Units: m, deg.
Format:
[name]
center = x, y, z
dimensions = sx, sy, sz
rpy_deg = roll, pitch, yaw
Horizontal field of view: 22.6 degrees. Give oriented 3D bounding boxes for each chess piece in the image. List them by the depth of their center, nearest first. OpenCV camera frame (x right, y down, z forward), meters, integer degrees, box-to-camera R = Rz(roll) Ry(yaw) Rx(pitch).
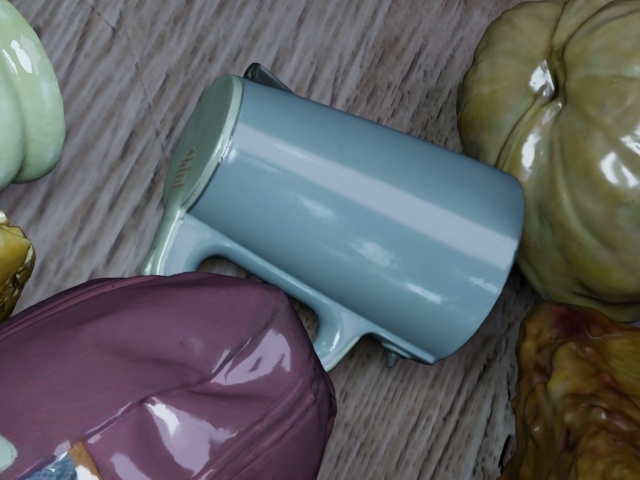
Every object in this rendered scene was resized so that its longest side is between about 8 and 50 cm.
[chess piece]
center = -0.299, -0.053, 0.993
dimensions = 0.251, 0.144, 0.144
rpy_deg = -32, 89, -36

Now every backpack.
[backpack]
center = -0.139, 0.138, 0.886
dimensions = 0.317, 0.283, 0.197
rpy_deg = -36, 113, -32

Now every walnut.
[walnut]
center = 0.260, -0.070, 1.325
dimensions = 0.285, 0.296, 0.285
rpy_deg = -7, 101, -37

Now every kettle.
[kettle]
center = 0.000, 0.000, 1.203
dimensions = 0.243, 0.160, 0.210
rpy_deg = 23, 84, -19

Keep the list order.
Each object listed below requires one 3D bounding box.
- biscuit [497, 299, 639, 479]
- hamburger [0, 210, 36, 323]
[biscuit]
center = 0.314, 0.227, 1.175
dimensions = 0.343, 0.166, 0.395
rpy_deg = 14, 24, -10
[hamburger]
center = -0.270, 0.040, 0.922
dimensions = 0.214, 0.214, 0.108
rpy_deg = -30, 76, -43
